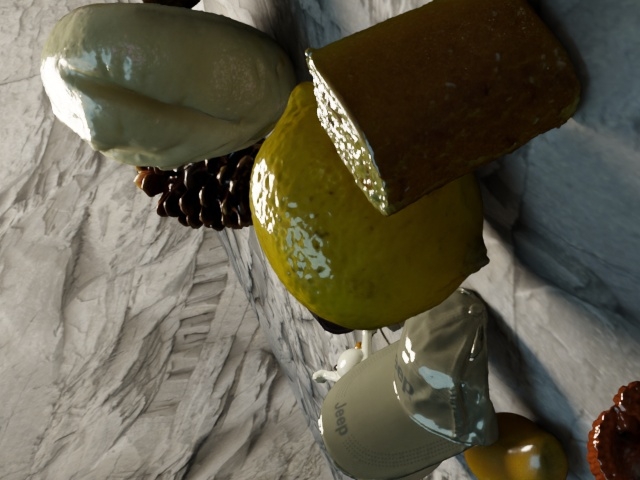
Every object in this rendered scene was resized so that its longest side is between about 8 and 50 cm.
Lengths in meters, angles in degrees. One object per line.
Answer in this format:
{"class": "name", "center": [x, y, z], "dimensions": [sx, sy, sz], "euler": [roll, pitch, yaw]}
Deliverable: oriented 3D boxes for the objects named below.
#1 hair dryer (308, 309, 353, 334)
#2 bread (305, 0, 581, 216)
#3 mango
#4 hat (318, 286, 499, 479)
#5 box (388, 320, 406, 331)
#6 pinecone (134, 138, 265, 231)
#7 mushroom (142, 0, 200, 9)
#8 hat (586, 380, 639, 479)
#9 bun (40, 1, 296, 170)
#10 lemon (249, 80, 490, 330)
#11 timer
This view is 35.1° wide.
{"class": "hair dryer", "center": [0.000, 0.000, 1.557], "dimensions": [0.197, 0.089, 0.251], "euler": [-129, 33, -64]}
{"class": "bread", "center": [0.091, -0.109, 0.758], "dimensions": [0.132, 0.172, 0.103], "euler": [59, 168, 22]}
{"class": "mango", "center": [0.235, 0.254, 1.185], "dimensions": [0.184, 0.084, 0.102], "euler": [-18, 92, 67]}
{"class": "hat", "center": [0.097, 0.163, 1.212], "dimensions": [0.214, 0.244, 0.149], "euler": [-108, -5, -49]}
{"class": "box", "center": [0.097, 0.091, 1.534], "dimensions": [0.083, 0.035, 0.079], "euler": [67, 167, -20]}
{"class": "pinecone", "center": [-0.196, -0.130, 1.853], "dimensions": [0.292, 0.246, 0.246], "euler": [24, 145, 39]}
{"class": "mushroom", "center": [-0.263, -0.491, 1.422], "dimensions": [0.345, 0.239, 0.345], "euler": [36, 158, 17]}
{"class": "hat", "center": [0.279, 0.185, 0.875], "dimensions": [0.162, 0.093, 0.112], "euler": [42, -154, -70]}
{"class": "bun", "center": [-0.220, -0.209, 1.433], "dimensions": [0.365, 0.365, 0.219], "euler": [-164, 79, -75]}
{"class": "lemon", "center": [0.043, -0.038, 1.009], "dimensions": [0.254, 0.228, 0.228], "euler": [62, 169, 20]}
{"class": "timer", "center": [0.086, 0.250, 1.640], "dimensions": [0.266, 0.175, 0.175], "euler": [-125, 13, -54]}
